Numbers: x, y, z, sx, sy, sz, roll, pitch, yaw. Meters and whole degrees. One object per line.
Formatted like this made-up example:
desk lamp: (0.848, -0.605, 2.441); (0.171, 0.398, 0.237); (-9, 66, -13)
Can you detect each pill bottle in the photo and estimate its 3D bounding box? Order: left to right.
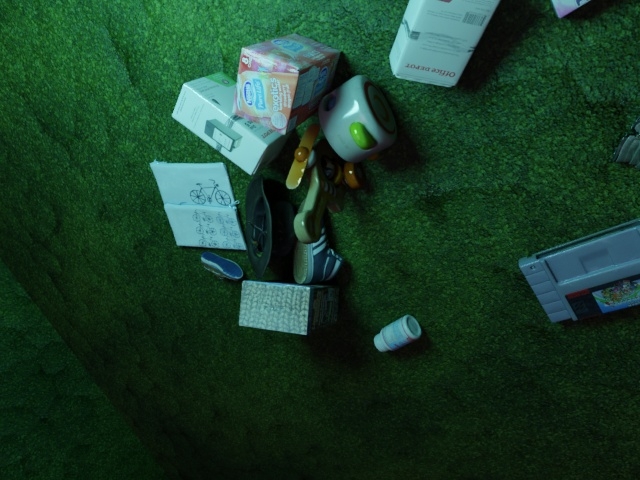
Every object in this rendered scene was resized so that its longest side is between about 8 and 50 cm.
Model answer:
pill bottle: (0.265, 0.330, 1.456); (0.087, 0.087, 0.160); (44, 127, -8)

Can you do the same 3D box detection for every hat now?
hat: (-0.149, -0.044, 1.336); (0.133, 0.331, 0.331); (-1, 128, -21)

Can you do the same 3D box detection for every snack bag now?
snack bag: (-0.434, -0.122, 1.495); (0.322, 0.037, 0.343); (5, 122, 20)

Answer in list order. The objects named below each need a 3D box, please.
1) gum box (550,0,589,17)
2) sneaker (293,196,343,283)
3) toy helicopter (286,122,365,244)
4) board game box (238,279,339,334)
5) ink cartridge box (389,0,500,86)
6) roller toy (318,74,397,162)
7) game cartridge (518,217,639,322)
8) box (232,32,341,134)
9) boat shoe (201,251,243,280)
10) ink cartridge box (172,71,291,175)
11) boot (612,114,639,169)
gum box: (0.487, -0.559, 0.823); (0.107, 0.062, 0.188); (-25, 108, 32)
sneaker: (0.000, 0.000, 1.359); (0.099, 0.153, 0.282); (9, 93, 52)
toy helicopter: (-0.008, -0.144, 1.106); (0.140, 0.355, 0.235); (-12, 132, 28)
board game box: (-0.092, 0.211, 1.389); (0.232, 0.291, 0.141); (3, 87, 21)
ink cartridge box: (0.261, -0.459, 0.901); (0.158, 0.092, 0.218); (6, 140, -11)
roller toy: (0.092, -0.304, 1.069); (0.146, 0.209, 0.191); (-23, 85, 32)
game cartridge: (0.759, 0.088, 1.121); (0.355, 0.068, 0.230); (-27, 103, 33)
box: (-0.073, -0.390, 1.013); (0.142, 0.300, 0.154); (24, 127, 7)
boat shoe: (-0.375, 0.109, 1.603); (0.183, 0.066, 0.066); (29, 132, 16)
ink cartridge box: (-0.238, -0.333, 1.180); (0.272, 0.198, 0.115); (36, 126, -3)
boot: (0.752, -0.169, 0.961); (0.161, 0.083, 0.247); (21, 121, 18)
